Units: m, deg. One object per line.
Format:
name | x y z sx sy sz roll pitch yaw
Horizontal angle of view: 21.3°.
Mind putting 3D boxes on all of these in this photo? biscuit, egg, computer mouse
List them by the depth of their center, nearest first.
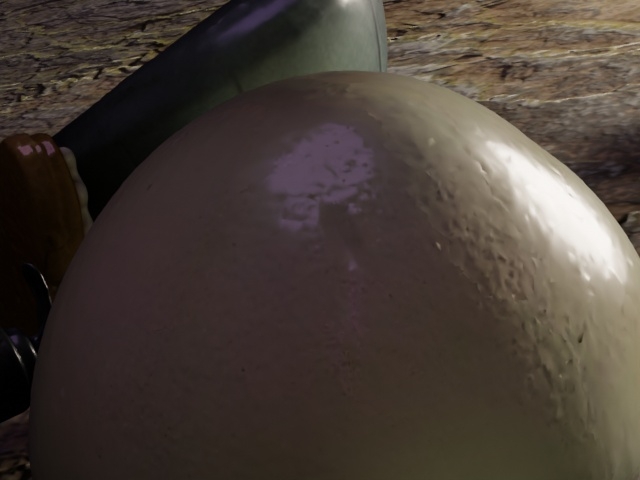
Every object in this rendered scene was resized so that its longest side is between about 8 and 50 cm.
egg | 0.008 0.015 0.679 0.264 0.174 0.286 -8 13 -3
biscuit | -0.166 -0.011 0.880 0.035 0.158 0.240 -18 27 -26
computer mouse | -0.071 -0.045 0.938 0.188 0.122 0.371 -36 9 -27

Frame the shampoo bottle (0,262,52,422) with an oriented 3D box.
shampoo bottle | -0.234 0.096 0.707 0.284 0.101 0.101 -22 23 -29
